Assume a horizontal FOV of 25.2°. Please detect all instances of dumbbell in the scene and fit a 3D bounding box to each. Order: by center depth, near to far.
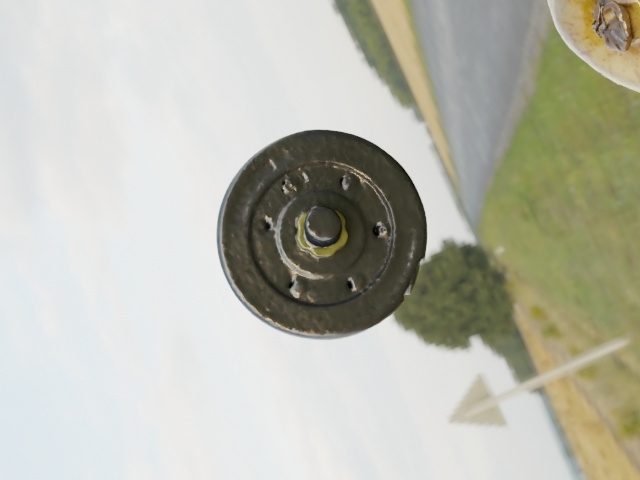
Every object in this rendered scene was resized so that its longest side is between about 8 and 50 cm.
[{"bbox_3d":[0.000,0.000,1.035,0.325,0.143,0.143,111,135,-87],"label":"dumbbell"}]

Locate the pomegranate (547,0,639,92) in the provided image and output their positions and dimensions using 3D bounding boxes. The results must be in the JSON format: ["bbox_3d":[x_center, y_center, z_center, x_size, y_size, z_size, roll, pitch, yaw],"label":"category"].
[{"bbox_3d":[0.269,-0.210,1.090,0.215,0.215,0.215,-24,-90,-84],"label":"pomegranate"}]
